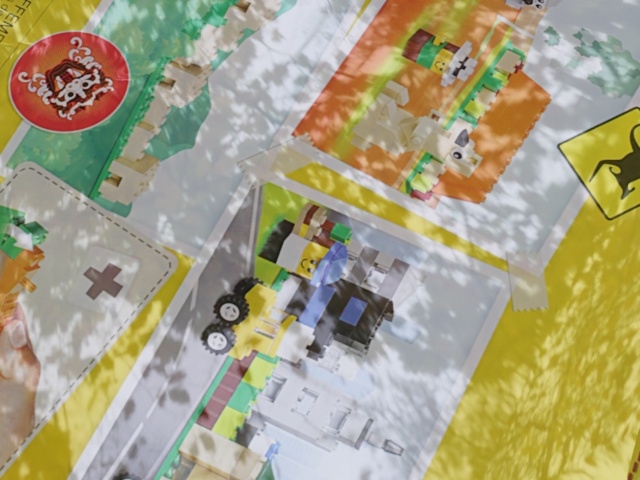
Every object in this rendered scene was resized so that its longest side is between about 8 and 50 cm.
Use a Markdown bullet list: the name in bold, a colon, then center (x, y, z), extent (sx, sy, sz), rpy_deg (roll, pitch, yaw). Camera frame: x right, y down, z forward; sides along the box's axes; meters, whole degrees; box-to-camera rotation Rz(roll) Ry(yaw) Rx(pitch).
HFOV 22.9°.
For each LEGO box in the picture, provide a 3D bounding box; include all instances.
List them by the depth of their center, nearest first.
- **LEGO box**: center (0.000, 0.000, 0.712), extent (0.373, 0.193, 0.500), rpy_deg (26, 67, 14)
